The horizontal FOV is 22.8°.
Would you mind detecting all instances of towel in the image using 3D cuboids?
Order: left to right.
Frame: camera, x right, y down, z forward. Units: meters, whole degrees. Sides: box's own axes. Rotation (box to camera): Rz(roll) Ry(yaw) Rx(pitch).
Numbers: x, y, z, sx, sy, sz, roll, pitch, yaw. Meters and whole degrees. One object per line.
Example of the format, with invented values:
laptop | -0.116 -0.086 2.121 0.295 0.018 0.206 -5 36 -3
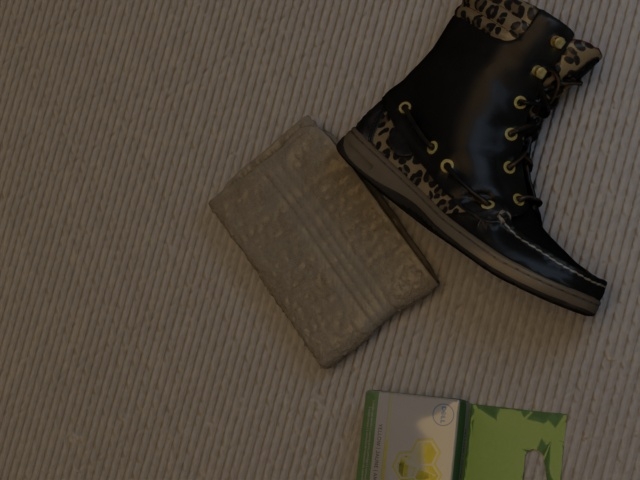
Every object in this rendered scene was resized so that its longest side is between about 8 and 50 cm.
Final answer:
towel | 0.000 0.000 1.976 0.187 0.049 0.282 -39 71 13

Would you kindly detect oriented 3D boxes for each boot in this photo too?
boot | 0.232 -0.114 1.859 0.377 0.138 0.284 38 96 28

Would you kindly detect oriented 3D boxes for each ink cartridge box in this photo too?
ink cartridge box | 0.161 0.272 1.865 0.235 0.056 0.171 4 82 24
